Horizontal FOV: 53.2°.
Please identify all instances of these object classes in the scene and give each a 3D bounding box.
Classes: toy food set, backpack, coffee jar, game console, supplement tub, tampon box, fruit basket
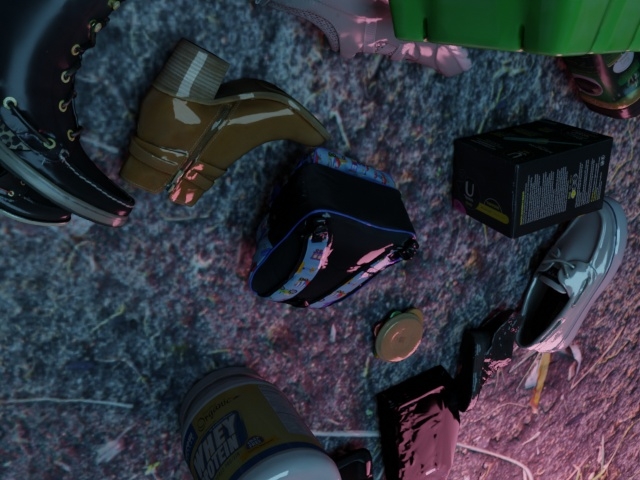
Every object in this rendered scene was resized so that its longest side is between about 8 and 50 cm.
[{"bbox_3d":[0.111,0.137,0.913,0.082,0.020,0.083,-5,115,-27],"label":"toy food set"},{"bbox_3d":[0.000,0.000,0.727,0.158,0.117,0.173,13,138,-32],"label":"backpack"},{"bbox_3d":[0.366,-0.241,0.832,0.079,0.096,0.184,-47,127,1],"label":"coffee jar"},{"bbox_3d":[0.060,0.341,0.970,0.361,0.044,0.213,-19,119,-21],"label":"game console"},{"bbox_3d":[-0.079,0.253,0.749,0.144,0.199,0.144,-12,118,-25],"label":"supplement tub"},{"bbox_3d":[0.274,-0.085,0.838,0.161,0.120,0.102,-16,119,-22],"label":"tampon box"},{"bbox_3d":[0.217,-0.363,0.570,0.392,0.283,0.392,-22,122,-40],"label":"fruit basket"}]

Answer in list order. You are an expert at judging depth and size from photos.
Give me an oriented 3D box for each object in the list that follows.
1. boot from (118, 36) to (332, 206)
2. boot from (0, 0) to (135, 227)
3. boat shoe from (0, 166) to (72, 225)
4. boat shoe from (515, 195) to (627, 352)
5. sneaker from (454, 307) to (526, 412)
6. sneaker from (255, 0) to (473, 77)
[{"bbox_3d":[-0.097,-0.098,0.660,0.197,0.073,0.152,22,104,-31],"label":"boot"},{"bbox_3d":[-0.216,-0.138,0.549,0.179,0.085,0.236,-49,117,-2],"label":"boot"},{"bbox_3d":[-0.287,-0.051,0.580,0.133,0.049,0.042,26,106,-31],"label":"boat shoe"},{"bbox_3d":[0.375,0.056,0.985,0.088,0.096,0.268,2,120,-35],"label":"boat shoe"},{"bbox_3d":[0.265,0.191,1.007,0.089,0.051,0.170,-4,111,-23],"label":"sneaker"},{"bbox_3d":[0.053,-0.241,0.675,0.281,0.105,0.115,19,138,-40],"label":"sneaker"}]
